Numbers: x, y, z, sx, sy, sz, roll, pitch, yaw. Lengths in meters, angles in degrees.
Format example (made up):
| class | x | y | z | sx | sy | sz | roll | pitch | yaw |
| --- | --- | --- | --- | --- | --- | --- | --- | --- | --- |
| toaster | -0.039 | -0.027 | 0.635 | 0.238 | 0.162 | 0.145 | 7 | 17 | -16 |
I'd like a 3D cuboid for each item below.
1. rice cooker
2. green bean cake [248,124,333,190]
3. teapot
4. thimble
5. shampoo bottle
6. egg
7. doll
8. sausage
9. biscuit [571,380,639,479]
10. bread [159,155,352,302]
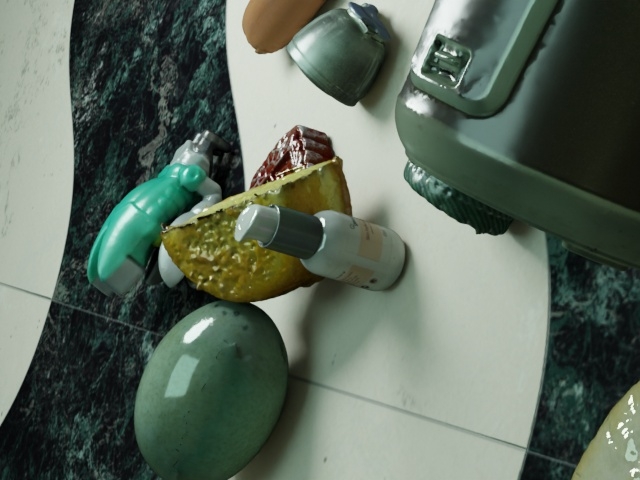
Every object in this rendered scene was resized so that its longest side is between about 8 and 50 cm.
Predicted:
| class | x | y | z | sx | sy | sz | roll | pitch | yaw |
| --- | --- | --- | --- | --- | --- | --- | --- | --- | --- |
| rice cooker | 0.247 | -0.161 | 1.279 | 0.335 | 0.335 | 0.325 | 40 | 109 | 59 |
| green bean cake | -0.037 | -0.060 | 1.987 | 0.135 | 0.056 | 0.135 | -51 | 35 | 36 |
| teapot | 0.037 | -0.230 | 1.934 | 0.108 | 0.149 | 0.111 | -46 | 75 | 15 |
| thimble | 0.151 | -0.070 | 1.606 | 0.090 | 0.118 | 0.135 | -60 | 15 | 13 |
| shampoo bottle | 0.000 | 0.000 | 1.750 | 0.074 | 0.192 | 0.074 | -38 | 43 | 46 |
| egg | -0.128 | 0.181 | 1.898 | 0.236 | 0.169 | 0.169 | -67 | 29 | 15 |
| doll | -0.200 | -0.019 | 2.187 | 0.258 | 0.153 | 0.195 | -48 | 15 | 9 |
| sausage | -0.011 | -0.352 | 2.072 | 0.289 | 0.086 | 0.086 | -46 | 38 | 36 |
| biscuit | 0.275 | 0.204 | 1.323 | 0.265 | 0.040 | 0.188 | -58 | 30 | 24 |
| bread | -0.068 | 0.000 | 1.867 | 0.229 | 0.143 | 0.139 | -19 | 90 | 37 |
